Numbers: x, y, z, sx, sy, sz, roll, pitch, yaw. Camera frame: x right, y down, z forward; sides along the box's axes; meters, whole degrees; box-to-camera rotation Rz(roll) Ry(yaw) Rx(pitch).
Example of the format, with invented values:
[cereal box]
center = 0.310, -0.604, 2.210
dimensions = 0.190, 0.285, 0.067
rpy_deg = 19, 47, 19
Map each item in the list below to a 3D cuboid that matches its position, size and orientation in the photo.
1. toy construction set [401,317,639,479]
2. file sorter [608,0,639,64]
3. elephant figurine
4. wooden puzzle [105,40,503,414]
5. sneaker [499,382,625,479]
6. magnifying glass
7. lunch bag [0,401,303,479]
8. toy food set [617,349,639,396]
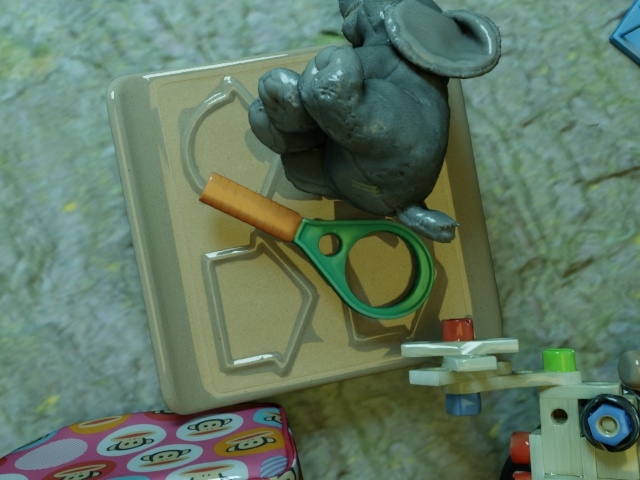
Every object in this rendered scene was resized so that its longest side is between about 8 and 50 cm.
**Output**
[toy construction set]
center = 0.185, 0.222, 0.638
dimensions = 0.214, 0.151, 0.328
rpy_deg = -6, 99, 29
[file sorter]
center = 0.417, -0.253, 0.718
dimensions = 0.118, 0.104, 0.170
rpy_deg = 36, 86, -6
[elephant figurine]
center = 0.067, -0.148, 0.591
dimensions = 0.239, 0.169, 0.186
rpy_deg = -50, 125, -27
[wooden puzzle]
center = -0.007, -0.023, 0.688
dimensions = 0.347, 0.080, 0.323
rpy_deg = -11, 92, -11
[sneaker]
center = 0.252, 0.216, 0.710
dimensions = 0.051, 0.089, 0.170
rpy_deg = 38, 86, -6
[magnifying glass]
center = 0.000, 0.000, 0.636
dimensions = 0.230, 0.026, 0.092
rpy_deg = 25, 85, -9
[lunch bag]
center = -0.154, 0.227, 0.577
dimensions = 0.292, 0.258, 0.120
rpy_deg = -8, 91, -6
[toy food set]
center = 0.365, 0.198, 0.712
dimensions = 0.104, 0.111, 0.233
rpy_deg = 4, 87, -6
